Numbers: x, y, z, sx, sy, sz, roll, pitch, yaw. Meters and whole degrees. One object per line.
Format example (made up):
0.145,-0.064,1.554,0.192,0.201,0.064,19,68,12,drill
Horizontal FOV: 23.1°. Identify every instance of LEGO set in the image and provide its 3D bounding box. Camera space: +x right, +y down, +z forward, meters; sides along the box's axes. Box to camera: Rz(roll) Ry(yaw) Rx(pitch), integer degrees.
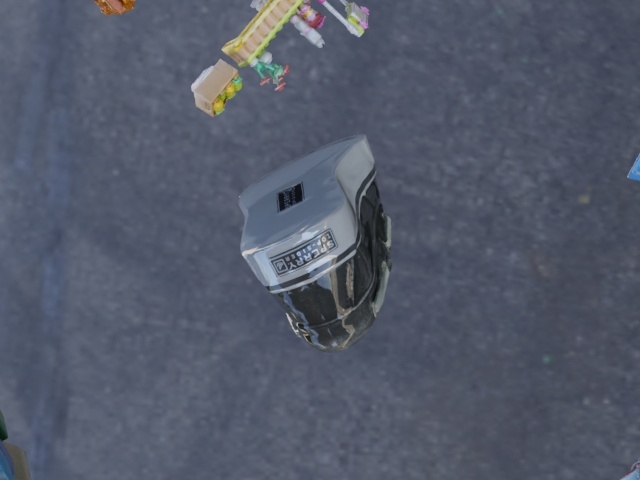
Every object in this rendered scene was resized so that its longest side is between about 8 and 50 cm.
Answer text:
-0.026,-0.221,1.685,0.132,0.107,0.287,-36,18,39,LEGO set

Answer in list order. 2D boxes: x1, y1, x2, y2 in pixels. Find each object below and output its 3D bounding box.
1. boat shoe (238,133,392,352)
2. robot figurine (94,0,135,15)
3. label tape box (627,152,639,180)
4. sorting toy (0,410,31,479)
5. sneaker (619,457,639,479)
0.000,0.000,0.844,0.077,0.219,0.070,-24,105,11,boat shoe
-0.122,-0.333,1.253,0.291,0.211,0.085,-53,27,-12,robot figurine
0.589,-0.208,2.147,0.334,0.240,0.106,112,168,-46,label tape box
-0.247,0.066,1.000,0.041,0.229,0.307,-31,19,-6,sorting toy
0.380,0.246,1.697,0.125,0.104,0.262,-1,53,9,sneaker
